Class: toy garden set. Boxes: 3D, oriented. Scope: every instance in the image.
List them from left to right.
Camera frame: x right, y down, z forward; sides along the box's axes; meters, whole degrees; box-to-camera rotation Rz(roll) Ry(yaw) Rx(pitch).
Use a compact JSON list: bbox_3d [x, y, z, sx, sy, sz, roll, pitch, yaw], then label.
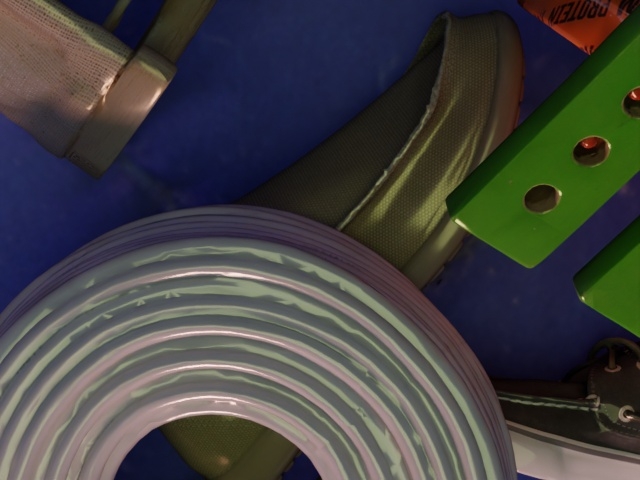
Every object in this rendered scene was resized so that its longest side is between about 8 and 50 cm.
[{"bbox_3d":[0.202,-0.033,0.759,0.244,0.049,0.204,30,118,-28],"label":"toy garden set"}]

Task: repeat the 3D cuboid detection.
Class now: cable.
[{"bbox_3d":[-0.044,0.117,0.849,0.257,0.089,0.257,-25,94,7],"label":"cable"}]

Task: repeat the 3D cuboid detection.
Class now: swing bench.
[{"bbox_3d":[-0.139,-0.188,0.845,0.253,0.165,0.255,32,100,-8],"label":"swing bench"}]

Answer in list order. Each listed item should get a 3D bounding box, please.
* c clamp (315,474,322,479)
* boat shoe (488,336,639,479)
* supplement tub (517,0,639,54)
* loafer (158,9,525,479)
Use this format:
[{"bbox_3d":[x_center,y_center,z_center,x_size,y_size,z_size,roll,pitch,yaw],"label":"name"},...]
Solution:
[{"bbox_3d":[0.026,0.167,0.976,0.160,0.022,0.137,43,81,-22],"label":"c clamp"},{"bbox_3d":[0.158,0.083,0.954,0.228,0.080,0.076,13,95,-5],"label":"boat shoe"},{"bbox_3d":[0.244,-0.195,0.829,0.207,0.207,0.338,33,99,-7],"label":"supplement tub"},{"bbox_3d":[0.000,0.000,0.920,0.092,0.102,0.268,30,101,-13],"label":"loafer"}]
